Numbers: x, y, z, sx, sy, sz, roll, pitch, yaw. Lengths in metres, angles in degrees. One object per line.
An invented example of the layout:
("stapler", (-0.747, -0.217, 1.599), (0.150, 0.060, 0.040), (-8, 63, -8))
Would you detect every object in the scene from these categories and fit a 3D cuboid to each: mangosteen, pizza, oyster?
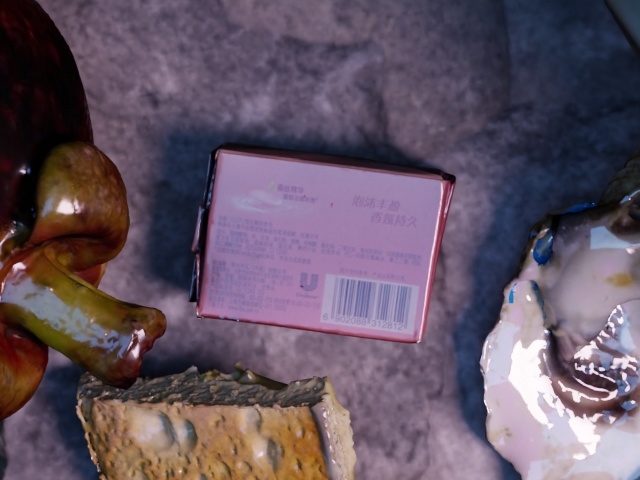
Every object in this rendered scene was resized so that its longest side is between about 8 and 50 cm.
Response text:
("mangosteen", (-0.258, -0.022, 1.104), (0.297, 0.297, 0.293), (-24, 64, 8))
("pizza", (-0.045, 0.165, 1.234), (0.188, 0.080, 0.204), (-6, 108, 29))
("oyster", (0.194, 0.075, 1.193), (0.223, 0.083, 0.214), (-37, 85, 26))

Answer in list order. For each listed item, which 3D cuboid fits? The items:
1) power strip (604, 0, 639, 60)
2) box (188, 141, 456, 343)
("power strip", (0.311, -0.034, 1.034), (0.161, 0.357, 0.357), (-33, 94, 10))
("box", (0.000, 0.000, 1.209), (0.156, 0.060, 0.111), (9, 99, 1))
